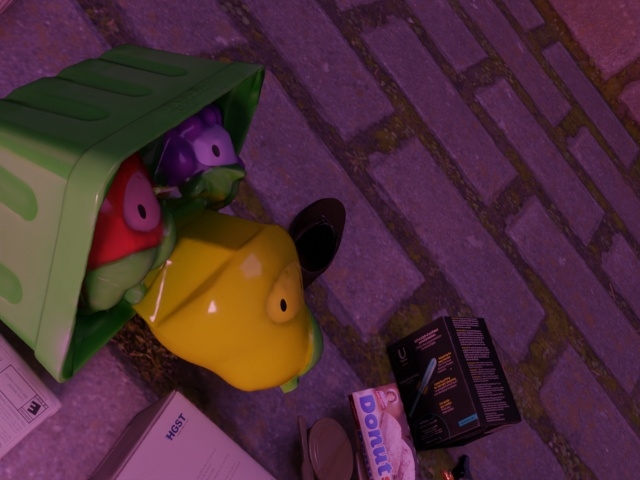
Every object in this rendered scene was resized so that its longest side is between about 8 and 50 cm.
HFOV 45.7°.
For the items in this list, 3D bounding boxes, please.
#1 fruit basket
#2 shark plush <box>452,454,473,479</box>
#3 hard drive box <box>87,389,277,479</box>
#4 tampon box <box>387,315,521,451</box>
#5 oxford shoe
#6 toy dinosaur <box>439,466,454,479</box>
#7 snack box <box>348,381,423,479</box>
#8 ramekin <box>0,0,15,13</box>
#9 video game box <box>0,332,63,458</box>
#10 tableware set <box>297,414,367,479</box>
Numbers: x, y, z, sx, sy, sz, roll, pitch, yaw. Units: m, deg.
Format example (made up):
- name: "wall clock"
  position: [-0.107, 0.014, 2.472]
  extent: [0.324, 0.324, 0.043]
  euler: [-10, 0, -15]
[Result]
- name: "fruit basket"
  position: [-0.137, -0.010, 0.785]
  extent: [0.392, 0.283, 0.392]
  euler: [17, 31, -11]
- name: "shark plush"
  position: [0.203, 0.377, 1.064]
  extent: [0.067, 0.073, 0.161]
  euler: [52, 12, -33]
- name: "hard drive box"
  position: [-0.122, 0.294, 0.741]
  extent: [0.232, 0.089, 0.181]
  euler: [46, 39, -10]
- name: "tampon box"
  position: [0.190, 0.206, 1.098]
  extent: [0.101, 0.120, 0.161]
  euler: [8, 57, -41]
- name: "oxford shoe"
  position: [0.000, 0.000, 1.082]
  extent: [0.083, 0.096, 0.227]
  euler: [42, 38, -11]
- name: "toy dinosaur"
  position: [0.131, 0.358, 0.989]
  extent: [0.112, 0.064, 0.211]
  euler: [-27, 81, -21]
- name: "snack box"
  position: [0.088, 0.274, 0.957]
  extent: [0.064, 0.022, 0.178]
  euler: [-10, 76, -20]
- name: "ramekin"
  position: [-0.437, -0.359, 0.896]
  extent: [0.207, 0.109, 0.207]
  euler: [27, 45, -31]
- name: "video game box"
  position: [-0.361, 0.130, 0.656]
  extent: [0.205, 0.048, 0.187]
  euler: [50, 36, -3]
- name: "tableware set"
  position: [0.008, 0.311, 0.904]
  extent: [0.128, 0.039, 0.194]
  euler: [24, 52, -48]
